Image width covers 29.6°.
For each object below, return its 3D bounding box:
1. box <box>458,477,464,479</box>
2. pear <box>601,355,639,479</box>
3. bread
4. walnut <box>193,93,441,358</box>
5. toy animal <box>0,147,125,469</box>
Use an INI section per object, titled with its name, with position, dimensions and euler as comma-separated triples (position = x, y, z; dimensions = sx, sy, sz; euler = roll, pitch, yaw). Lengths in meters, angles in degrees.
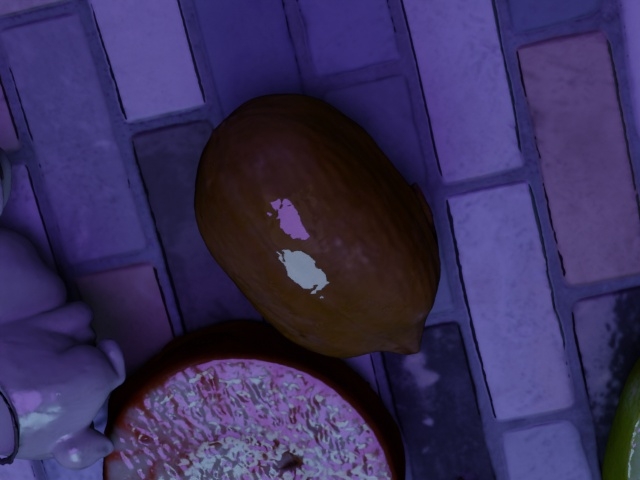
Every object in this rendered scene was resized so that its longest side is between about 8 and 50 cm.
[box]
position = 0.138, 0.342, 1.333
dimensions = 0.089, 0.022, 0.156
euler = 39, 106, -8
[pear]
position = 0.404, 0.225, 1.210
dimensions = 0.293, 0.159, 0.292
euler = 2, 106, 8
[bread]
position = -0.064, 0.243, 1.272
dimensions = 0.295, 0.114, 0.327
euler = -39, 99, 14
[walnut]
position = 0.000, 0.000, 1.156
dimensions = 0.203, 0.203, 0.297
euler = -31, 105, 12
[toy animal]
position = -0.318, 0.075, 1.210
dimensions = 0.209, 0.154, 0.325
euler = -11, 102, 42
